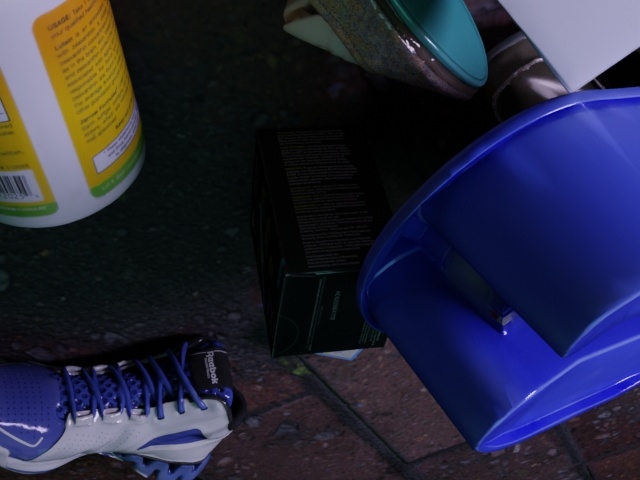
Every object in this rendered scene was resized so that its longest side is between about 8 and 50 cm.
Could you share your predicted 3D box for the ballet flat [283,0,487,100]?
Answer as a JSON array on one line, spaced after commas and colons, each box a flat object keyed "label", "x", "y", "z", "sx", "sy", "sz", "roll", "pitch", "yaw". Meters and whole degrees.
[{"label": "ballet flat", "x": 0.000, "y": -0.196, "z": 0.541, "sx": 0.106, "sy": 0.107, "sz": 0.316, "roll": -15, "pitch": 139, "yaw": 34}]

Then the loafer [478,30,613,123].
[{"label": "loafer", "x": 0.232, "y": -0.097, "z": 0.708, "sx": 0.251, "sy": 0.087, "sz": 0.094, "roll": 26, "pitch": 126, "yaw": -37}]

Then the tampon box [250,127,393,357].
[{"label": "tampon box", "x": 0.000, "y": 0.000, "z": 0.700, "sx": 0.101, "sy": 0.161, "sz": 0.120, "roll": -3, "pitch": 140, "yaw": -12}]

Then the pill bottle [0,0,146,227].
[{"label": "pill bottle", "x": -0.200, "y": -0.136, "z": 0.508, "sx": 0.136, "sy": 0.136, "sz": 0.245, "roll": -9, "pitch": 140, "yaw": -5}]

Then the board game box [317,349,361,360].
[{"label": "board game box", "x": 0.031, "y": 0.075, "z": 0.900, "sx": 0.103, "sy": 0.026, "sz": 0.154, "roll": 15, "pitch": 132, "yaw": -30}]

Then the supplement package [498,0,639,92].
[{"label": "supplement package", "x": 0.144, "y": -0.201, "z": 0.493, "sx": 0.105, "sy": 0.179, "sz": 0.105, "roll": -35, "pitch": 135, "yaw": 23}]

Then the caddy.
[{"label": "caddy", "x": 0.187, "y": 0.004, "z": 0.594, "sx": 0.341, "sy": 0.179, "sz": 0.241, "roll": -11, "pitch": 144, "yaw": -36}]

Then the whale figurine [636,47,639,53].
[{"label": "whale figurine", "x": 0.350, "y": -0.156, "z": 0.658, "sx": 0.272, "sy": 0.141, "sz": 0.216, "roll": 29, "pitch": 158, "yaw": -13}]

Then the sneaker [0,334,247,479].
[{"label": "sneaker", "x": -0.200, "y": 0.167, "z": 0.884, "sx": 0.182, "sy": 0.127, "sz": 0.315, "roll": -41, "pitch": 140, "yaw": 24}]
